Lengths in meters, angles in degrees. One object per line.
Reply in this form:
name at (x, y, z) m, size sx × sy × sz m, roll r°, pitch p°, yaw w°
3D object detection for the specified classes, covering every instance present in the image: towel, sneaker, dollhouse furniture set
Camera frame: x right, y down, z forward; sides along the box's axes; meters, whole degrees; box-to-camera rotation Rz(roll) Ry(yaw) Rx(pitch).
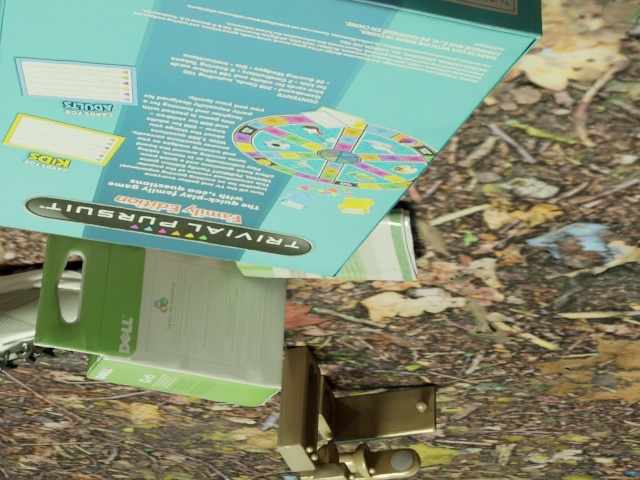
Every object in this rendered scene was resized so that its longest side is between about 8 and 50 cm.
towel at (0.000, 0.000, 1.014) m, size 0.152 × 0.023 × 0.113 m, roll 2°, pitch 154°, yaw 9°
sneaker at (-0.276, 0.081, 1.124) m, size 0.271 × 0.108 × 0.100 m, roll 2°, pitch 155°, yaw 0°
dollhouse furniture set at (0.042, 0.179, 1.297) m, size 0.123 × 0.144 × 0.151 m, roll -9°, pitch 140°, yaw 15°

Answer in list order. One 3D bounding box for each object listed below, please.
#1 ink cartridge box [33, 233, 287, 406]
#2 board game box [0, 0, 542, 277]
ink cartridge box at (-0.135, 0.064, 1.062) m, size 0.209 × 0.109 × 0.062 m, roll 12°, pitch 154°, yaw -20°
board game box at (-0.060, -0.089, 0.737) m, size 0.253 × 0.079 × 0.336 m, roll 9°, pitch 156°, yaw -14°
